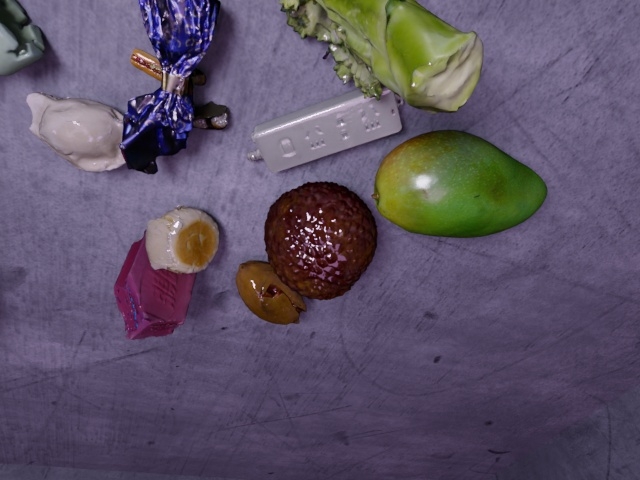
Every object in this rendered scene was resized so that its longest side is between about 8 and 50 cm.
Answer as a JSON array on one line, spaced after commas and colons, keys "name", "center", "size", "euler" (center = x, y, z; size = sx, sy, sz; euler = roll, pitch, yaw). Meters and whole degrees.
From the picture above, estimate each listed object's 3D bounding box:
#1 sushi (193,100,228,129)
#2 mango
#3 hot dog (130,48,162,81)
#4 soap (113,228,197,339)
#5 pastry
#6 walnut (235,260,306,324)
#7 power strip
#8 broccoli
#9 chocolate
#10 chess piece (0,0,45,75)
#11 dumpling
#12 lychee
[{"name": "sushi", "center": [-0.220, -0.241, 0.787], "size": [0.083, 0.044, 0.046], "euler": [-2, 152, -1]}, {"name": "mango", "center": [0.296, -0.109, 0.836], "size": [0.382, 0.201, 0.225], "euler": [5, 120, -13]}, {"name": "hot dog", "center": [-0.301, -0.311, 0.724], "size": [0.083, 0.021, 0.037], "euler": [22, 126, -21]}, {"name": "soap", "center": [-0.380, 0.112, 0.926], "size": [0.099, 0.250, 0.162], "euler": [-37, 126, 25]}, {"name": "pastry", "center": [-0.308, 0.000, 0.905], "size": [0.088, 0.165, 0.165], "euler": [8, 141, 37]}, {"name": "walnut", "center": [-0.130, 0.144, 1.061], "size": [0.137, 0.137, 0.245], "euler": [-27, 124, 16]}, {"name": "power strip", "center": [0.004, -0.222, 0.804], "size": [0.338, 0.058, 0.098], "euler": [-17, 130, 9]}, {"name": "broccoli", "center": [0.042, -0.345, 0.492], "size": [0.353, 0.397, 0.275], "euler": [38, 117, -22]}, {"name": "chocolate", "center": [-0.254, -0.258, 0.679], "size": [0.126, 0.148, 0.343], "euler": [33, 120, 18]}, {"name": "chess piece", "center": [-0.607, -0.281, 0.627], "size": [0.299, 0.194, 0.194], "euler": [-24, 129, 3]}, {"name": "dumpling", "center": [-0.438, -0.197, 0.746], "size": [0.199, 0.118, 0.136], "euler": [22, 122, -16]}, {"name": "lychee", "center": [0.000, 0.000, 0.878], "size": [0.261, 0.260, 0.260], "euler": [-3, 130, -3]}]
